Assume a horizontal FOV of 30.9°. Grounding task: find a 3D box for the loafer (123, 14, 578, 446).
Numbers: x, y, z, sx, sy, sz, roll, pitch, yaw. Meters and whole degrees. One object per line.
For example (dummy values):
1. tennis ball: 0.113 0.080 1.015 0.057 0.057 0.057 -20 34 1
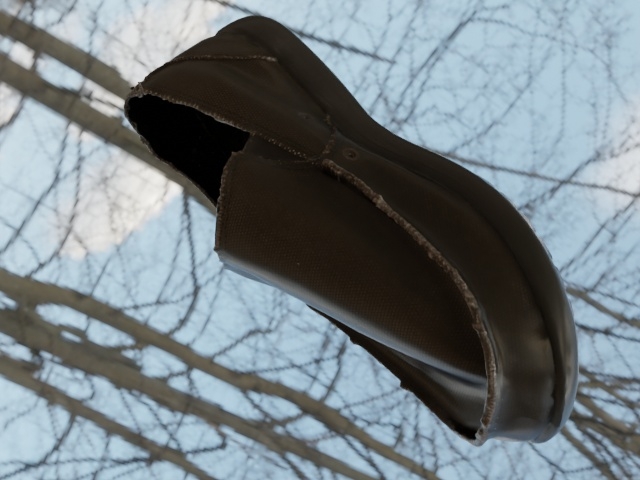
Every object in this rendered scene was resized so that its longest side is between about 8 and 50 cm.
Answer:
1. loafer: 0.000 0.000 0.414 0.220 0.078 0.080 44 -35 38
